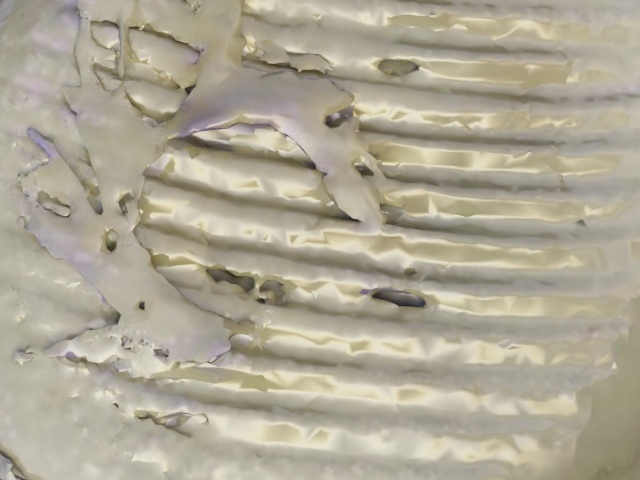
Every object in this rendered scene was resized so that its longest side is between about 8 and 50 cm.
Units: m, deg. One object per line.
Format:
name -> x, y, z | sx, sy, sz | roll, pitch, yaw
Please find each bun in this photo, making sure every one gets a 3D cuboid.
bun -> -0.003, -0.005, 0.599 | 0.273, 0.273, 0.168 | -56, -3, -9
